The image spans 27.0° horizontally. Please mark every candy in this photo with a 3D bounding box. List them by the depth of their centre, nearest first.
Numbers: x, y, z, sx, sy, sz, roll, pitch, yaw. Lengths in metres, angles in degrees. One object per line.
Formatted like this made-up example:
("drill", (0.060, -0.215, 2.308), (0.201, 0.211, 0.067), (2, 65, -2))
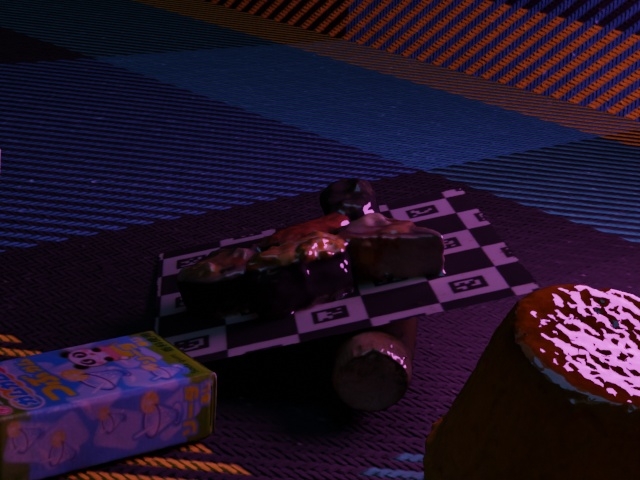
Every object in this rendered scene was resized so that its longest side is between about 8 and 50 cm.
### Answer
("candy", (-0.185, 0.127, 1.023), (0.194, 0.062, 0.097), (-9, 25, -39))

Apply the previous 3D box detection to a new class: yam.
("yam", (0.055, 0.065, 1.274), (0.083, 0.083, 0.371), (9, 19, 4))

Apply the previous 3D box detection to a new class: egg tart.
("egg tart", (0.187, 0.142, 0.955), (0.215, 0.171, 0.215), (9, 34, -6))

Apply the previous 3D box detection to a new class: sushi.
("sushi", (0.000, 0.000, 1.287), (0.343, 0.064, 0.359), (-12, 16, -2))
